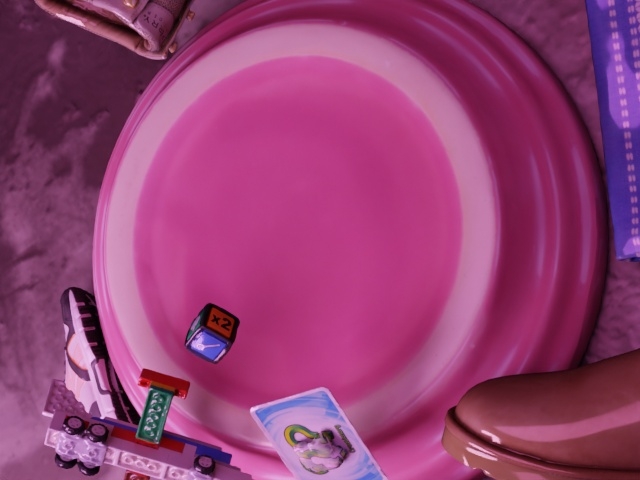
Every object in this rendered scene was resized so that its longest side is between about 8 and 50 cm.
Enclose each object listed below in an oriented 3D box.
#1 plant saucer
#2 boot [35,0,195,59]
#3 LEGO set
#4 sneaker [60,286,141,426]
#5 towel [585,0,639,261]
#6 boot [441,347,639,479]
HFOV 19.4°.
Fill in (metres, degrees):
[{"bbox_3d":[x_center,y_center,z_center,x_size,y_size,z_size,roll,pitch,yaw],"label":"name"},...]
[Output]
[{"bbox_3d":[0.000,0.000,1.105,0.332,0.084,0.332,-3,83,23],"label":"plant saucer"},{"bbox_3d":[-0.061,-0.186,1.132,0.213,0.077,0.165,15,69,31],"label":"boot"},{"bbox_3d":[-0.042,0.135,1.065,0.182,0.244,0.060,-18,33,23],"label":"LEGO set"},{"bbox_3d":[-0.150,0.083,1.186,0.044,0.040,0.109,-23,74,23],"label":"sneaker"},{"bbox_3d":[0.306,-0.126,1.006,0.336,0.040,0.243,-10,79,23],"label":"towel"},{"bbox_3d":[0.195,0.002,0.975,0.236,0.089,0.269,7,102,4],"label":"boot"}]
